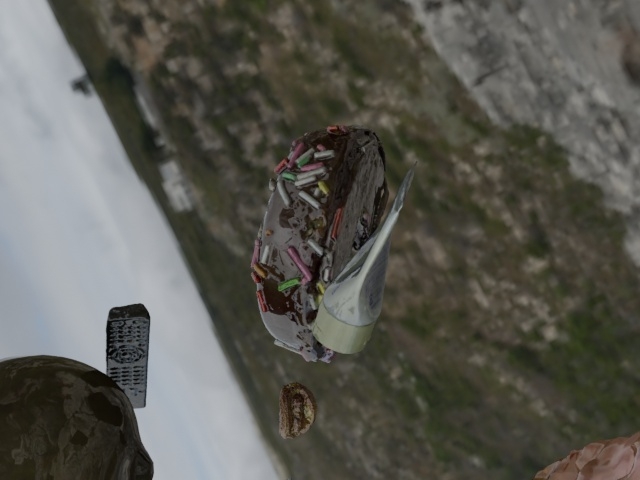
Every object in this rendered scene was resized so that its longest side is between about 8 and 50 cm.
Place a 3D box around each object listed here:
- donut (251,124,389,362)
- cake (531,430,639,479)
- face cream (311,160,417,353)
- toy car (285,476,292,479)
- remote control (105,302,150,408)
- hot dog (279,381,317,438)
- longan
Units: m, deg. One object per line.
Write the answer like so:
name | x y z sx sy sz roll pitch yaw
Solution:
donut | -0.003 -0.013 1.791 0.259 0.136 0.345 60 -139 -67
cake | 0.246 0.252 0.679 0.293 0.314 0.306 23 -126 -41
face cream | 0.057 0.021 1.448 0.114 0.070 0.224 -67 -2 -60
toy car | -0.054 0.259 1.190 0.025 0.093 0.041 37 160 -8
remote control | -0.274 0.171 1.803 0.245 0.063 0.025 103 156 -50
hot dog | -0.035 0.240 1.785 0.035 0.058 0.083 30 127 47
longan | -0.382 0.332 1.698 0.361 0.361 0.361 64 176 8
